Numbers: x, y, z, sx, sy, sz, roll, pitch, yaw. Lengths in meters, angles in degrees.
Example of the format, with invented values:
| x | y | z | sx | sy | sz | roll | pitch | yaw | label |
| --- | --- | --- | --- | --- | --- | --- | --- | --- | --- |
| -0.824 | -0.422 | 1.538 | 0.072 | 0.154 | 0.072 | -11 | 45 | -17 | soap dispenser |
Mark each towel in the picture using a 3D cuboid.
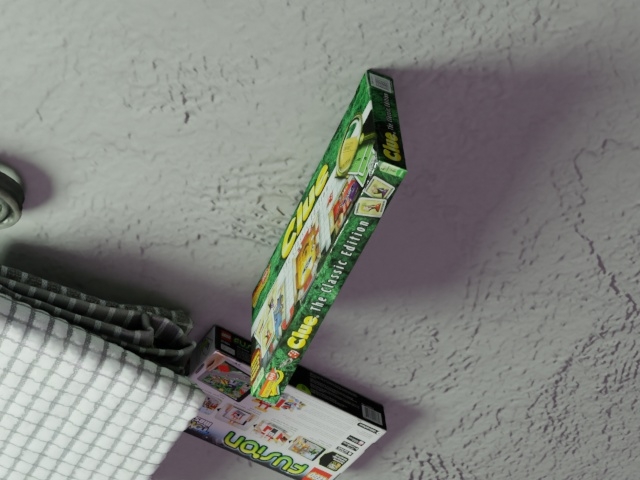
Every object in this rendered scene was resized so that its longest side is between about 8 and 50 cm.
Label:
| x | y | z | sx | sy | sz | roll | pitch | yaw | label |
| --- | --- | --- | --- | --- | --- | --- | --- | --- | --- |
| -0.264 | 0.151 | 1.070 | 0.235 | 0.121 | 0.283 | 23 | 125 | -18 | towel |

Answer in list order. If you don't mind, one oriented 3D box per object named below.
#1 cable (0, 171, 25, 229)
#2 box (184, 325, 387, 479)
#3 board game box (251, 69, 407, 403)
| x | y | z | sx | sy | sz | roll | pitch | yaw | label |
| --- | --- | --- | --- | --- | --- | --- | --- | --- | --- |
| -0.385 | -0.061 | 0.919 | 0.287 | 0.072 | 0.139 | 36 | 124 | -28 | cable |
| -0.049 | 0.171 | 1.149 | 0.207 | 0.036 | 0.114 | 29 | 121 | -24 | box |
| 0.000 | 0.000 | 0.954 | 0.030 | 0.136 | 0.259 | 19 | 124 | -14 | board game box |
